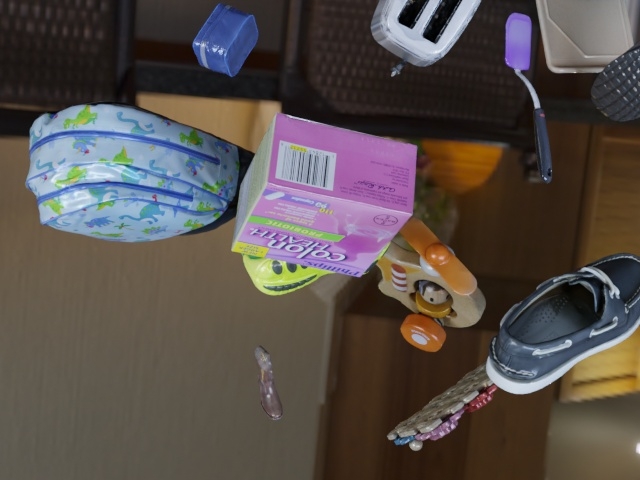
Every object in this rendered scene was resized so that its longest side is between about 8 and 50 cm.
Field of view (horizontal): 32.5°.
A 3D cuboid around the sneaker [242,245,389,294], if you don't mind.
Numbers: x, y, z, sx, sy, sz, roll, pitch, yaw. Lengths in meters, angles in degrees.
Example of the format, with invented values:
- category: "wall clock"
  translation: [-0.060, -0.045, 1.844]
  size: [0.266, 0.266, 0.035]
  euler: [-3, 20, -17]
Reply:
- category: "sneaker"
  translation: [0.000, 0.000, 1.816]
  size: [0.295, 0.109, 0.123]
  euler: [-12, -133, -36]

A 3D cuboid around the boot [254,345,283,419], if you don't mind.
- category: "boot"
  translation: [-0.096, 0.260, 2.012]
  size: [0.037, 0.114, 0.106]
  euler: [-16, -125, -15]

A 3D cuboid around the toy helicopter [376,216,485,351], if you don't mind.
- category: "toy helicopter"
  translation: [0.144, 0.037, 1.964]
  size: [0.355, 0.140, 0.235]
  euler: [36, 154, -5]

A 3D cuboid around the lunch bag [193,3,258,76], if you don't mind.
- category: "lunch bag"
  translation: [-0.138, -0.294, 1.588]
  size: [0.065, 0.098, 0.067]
  euler: [23, 157, 17]

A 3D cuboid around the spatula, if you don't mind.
- category: "spatula"
  translation: [0.358, -0.241, 1.865]
  size: [0.030, 0.297, 0.084]
  euler: [-18, 169, 39]

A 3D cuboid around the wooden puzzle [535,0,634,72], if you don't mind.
- category: "wooden puzzle"
  translation: [0.518, -0.439, 2.173]
  size: [0.220, 0.239, 0.044]
  euler: [-5, 168, -26]

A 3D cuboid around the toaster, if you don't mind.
- category: "toaster"
  translation: [0.156, -0.344, 1.585]
  size: [0.129, 0.227, 0.146]
  euler: [31, -174, -5]

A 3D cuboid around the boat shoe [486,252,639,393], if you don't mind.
- category: "boat shoe"
  translation: [0.339, 0.089, 1.425]
  size: [0.114, 0.091, 0.302]
  euler: [35, -128, 28]

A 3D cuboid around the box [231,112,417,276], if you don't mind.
- category: "box"
  translation: [0.000, -0.060, 1.625]
  size: [0.213, 0.117, 0.243]
  euler: [12, 154, -12]

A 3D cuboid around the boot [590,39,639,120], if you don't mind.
- category: "boot"
  translation: [0.662, -0.360, 2.010]
  size: [0.222, 0.118, 0.338]
  euler: [-35, 175, -41]

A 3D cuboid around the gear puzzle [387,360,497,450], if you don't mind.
- category: "gear puzzle"
  translation: [0.269, 0.241, 1.797]
  size: [0.339, 0.044, 0.175]
  euler: [-32, 178, -26]

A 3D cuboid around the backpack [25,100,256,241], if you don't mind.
- category: "backpack"
  translation: [-0.328, -0.112, 1.870]
  size: [0.290, 0.273, 0.355]
  euler: [-7, 150, 36]
